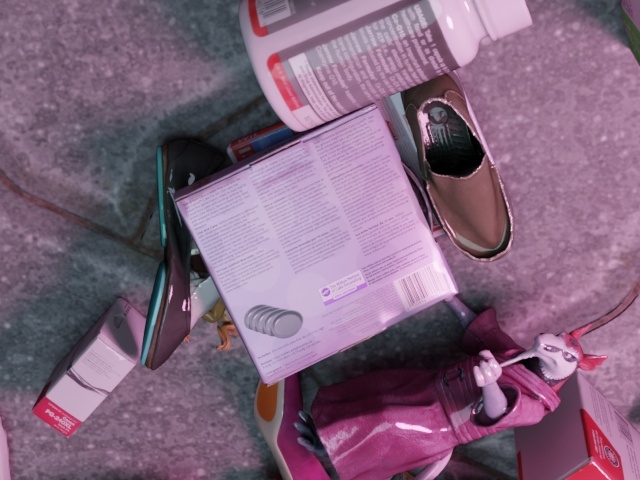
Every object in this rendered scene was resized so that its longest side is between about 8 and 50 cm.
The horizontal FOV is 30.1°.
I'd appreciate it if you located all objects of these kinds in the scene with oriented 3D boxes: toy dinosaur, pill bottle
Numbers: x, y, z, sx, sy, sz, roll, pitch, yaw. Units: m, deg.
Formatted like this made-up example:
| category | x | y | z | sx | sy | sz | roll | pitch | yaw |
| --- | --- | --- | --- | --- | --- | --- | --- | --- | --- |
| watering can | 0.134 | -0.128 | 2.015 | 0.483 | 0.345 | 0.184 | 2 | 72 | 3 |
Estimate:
| category | x | y | z | sx | sy | sz | roll | pitch | yaw |
| --- | --- | --- | --- | --- | --- | --- | --- | --- | --- |
| toy dinosaur | -0.135 | 0.068 | 1.498 | 0.112 | 0.064 | 0.211 | -29 | 97 | 5 |
| pill bottle | 0.071 | -0.238 | 1.270 | 0.283 | 0.161 | 0.161 | -20 | 112 | 14 |

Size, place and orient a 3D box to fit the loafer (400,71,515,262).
| category | x | y | z | sx | sy | sz | roll | pitch | yaw |
| --- | --- | --- | --- | --- | --- | --- | --- | --- | --- |
| loafer | 0.153 | -0.074 | 1.351 | 0.094 | 0.087 | 0.251 | -22 | 111 | 14 |

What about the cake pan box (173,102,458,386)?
| category | x | y | z | sx | sy | sz | roll | pitch | yaw |
| --- | --- | --- | --- | --- | --- | --- | --- | --- | --- |
| cake pan box | 0.000 | 0.000 | 1.364 | 0.267 | 0.070 | 0.245 | -27 | 106 | -1 |

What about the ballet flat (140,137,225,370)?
| category | x | y | z | sx | sy | sz | roll | pitch | yaw |
| --- | --- | --- | --- | --- | --- | --- | --- | --- | --- |
| ballet flat | -0.157 | 0.020 | 1.417 | 0.096 | 0.095 | 0.280 | 5 | 98 | -9 |

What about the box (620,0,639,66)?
| category | x | y | z | sx | sy | sz | roll | pitch | yaw |
| --- | --- | --- | --- | --- | --- | --- | --- | --- | --- |
| box | 0.434 | -0.233 | 1.186 | 0.231 | 0.262 | 0.126 | -10 | 114 | 8 |

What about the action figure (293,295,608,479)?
| category | x | y | z | sx | sy | sz | roll | pitch | yaw |
| --- | --- | --- | --- | --- | --- | --- | --- | --- | --- |
| action figure | 0.169 | 0.206 | 1.422 | 0.370 | 0.248 | 0.275 | -19 | 113 | 16 |

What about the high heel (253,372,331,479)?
| category | x | y | z | sx | sy | sz | roll | pitch | yaw |
| --- | --- | --- | --- | --- | --- | --- | --- | --- | --- |
| high heel | -0.022 | 0.255 | 1.570 | 0.117 | 0.082 | 0.244 | -5 | 103 | -28 |

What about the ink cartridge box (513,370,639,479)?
| category | x | y | z | sx | sy | sz | roll | pitch | yaw |
| --- | --- | --- | --- | --- | --- | --- | --- | --- | --- |
| ink cartridge box | 0.374 | 0.328 | 1.488 | 0.273 | 0.197 | 0.114 | 43 | 113 | -14 |

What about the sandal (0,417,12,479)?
| category | x | y | z | sx | sy | sz | roll | pitch | yaw |
| --- | --- | --- | --- | --- | --- | --- | --- | --- | --- |
| sandal | -0.493 | 0.408 | 1.651 | 0.169 | 0.102 | 0.416 | -4 | 115 | 7 |

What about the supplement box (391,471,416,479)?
| category | x | y | z | sx | sy | sz | roll | pitch | yaw |
| --- | --- | --- | --- | --- | --- | --- | --- | --- | --- |
| supplement box | 0.106 | 0.365 | 1.617 | 0.062 | 0.036 | 0.098 | 34 | 113 | -11 |

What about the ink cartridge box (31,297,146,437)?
| category | x | y | z | sx | sy | sz | roll | pitch | yaw |
| --- | --- | --- | --- | --- | --- | --- | --- | --- | --- |
| ink cartridge box | -0.288 | 0.160 | 1.514 | 0.063 | 0.109 | 0.150 | 39 | 112 | -12 |

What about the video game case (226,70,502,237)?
| category | x | y | z | sx | sy | sz | roll | pitch | yaw |
| --- | --- | --- | --- | --- | --- | --- | --- | --- | --- |
| video game case | 0.059 | -0.078 | 1.421 | 0.285 | 0.025 | 0.204 | -21 | 112 | 14 |
